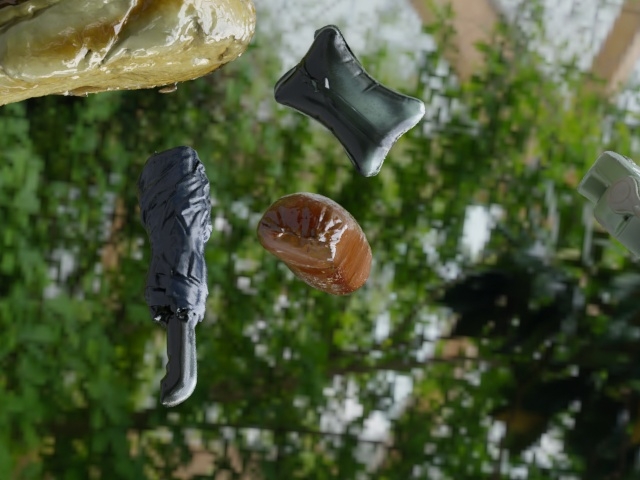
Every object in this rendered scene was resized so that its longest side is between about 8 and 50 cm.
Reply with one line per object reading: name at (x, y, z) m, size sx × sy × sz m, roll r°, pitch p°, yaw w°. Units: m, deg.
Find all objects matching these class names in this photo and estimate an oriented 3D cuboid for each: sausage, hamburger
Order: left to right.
hamburger at (-0.142, -0.130, 0.878) m, size 0.214 × 0.214 × 0.108 m, roll 172°, pitch -88°, yaw -76°
sausage at (-0.001, 0.000, 1.756) m, size 0.348 × 0.097 × 0.094 m, roll 53°, pitch 52°, yaw -79°

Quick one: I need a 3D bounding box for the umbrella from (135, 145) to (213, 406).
umbrella at (-0.125, 0.032, 1.381) m, size 0.071 × 0.071 × 0.248 m, roll 119°, pitch -32°, yaw -58°

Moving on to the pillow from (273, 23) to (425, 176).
pillow at (0.027, -0.137, 1.512) m, size 0.091 × 0.136 × 0.055 m, roll -50°, pitch 179°, yaw -12°

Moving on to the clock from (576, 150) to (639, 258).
clock at (0.326, -0.012, 1.468) m, size 0.062 × 0.151 × 0.191 m, roll -54°, pitch -172°, yaw 13°
